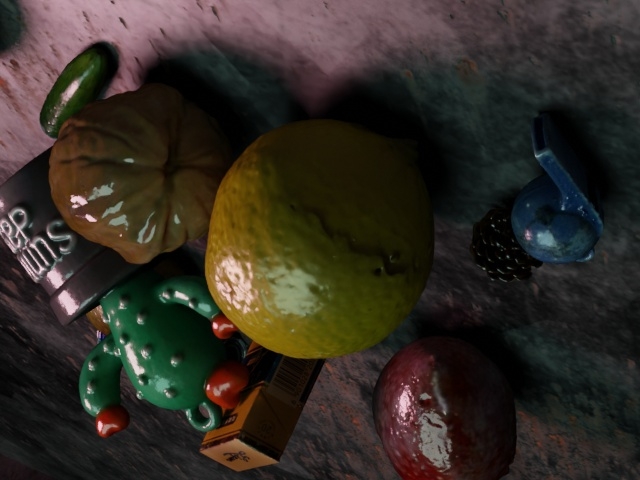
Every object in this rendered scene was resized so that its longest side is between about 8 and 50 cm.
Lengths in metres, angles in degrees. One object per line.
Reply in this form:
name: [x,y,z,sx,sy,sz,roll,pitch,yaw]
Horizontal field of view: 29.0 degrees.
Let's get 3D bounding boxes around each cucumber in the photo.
cucumber: [-0.292,-0.160,1.442,0.056,0.056,0.250,35,154,-9]

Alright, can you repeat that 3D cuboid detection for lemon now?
lemon: [-0.002,0.006,1.218,0.228,0.228,0.253,27,140,7]

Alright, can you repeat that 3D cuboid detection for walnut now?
walnut: [-0.196,-0.073,1.347,0.213,0.213,0.213,25,155,12]

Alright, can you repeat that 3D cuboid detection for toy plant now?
toy plant: [-0.247,0.073,1.562,0.400,0.279,0.185,51,-174,-1]

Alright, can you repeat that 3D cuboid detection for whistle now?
whistle: [0.202,-0.032,1.098,0.090,0.090,0.158,1,142,47]

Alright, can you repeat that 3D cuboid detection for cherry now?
cherry: [0.150,0.208,1.500,0.175,0.192,0.250,-11,138,4]

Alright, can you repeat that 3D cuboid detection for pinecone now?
pinecone: [0.182,0.003,1.195,0.077,0.077,0.083,26,180,10]

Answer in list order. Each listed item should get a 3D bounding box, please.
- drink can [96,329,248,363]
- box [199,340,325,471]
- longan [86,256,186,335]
drink can: [-0.234,0.166,1.945,0.235,0.097,0.097,16,152,28]
box: [-0.057,0.174,1.587,0.070,0.237,0.152,34,156,-13]
longan: [-0.261,0.090,1.746,0.145,0.176,0.154,16,179,-24]
